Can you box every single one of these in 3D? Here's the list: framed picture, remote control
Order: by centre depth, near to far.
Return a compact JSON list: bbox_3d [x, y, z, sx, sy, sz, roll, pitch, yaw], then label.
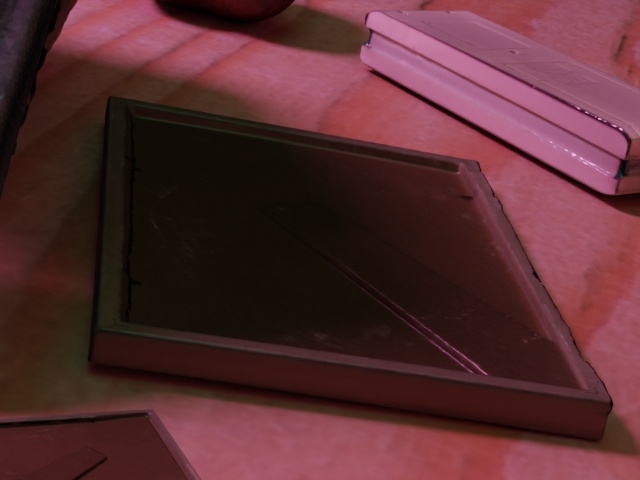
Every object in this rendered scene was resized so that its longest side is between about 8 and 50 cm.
[{"bbox_3d":[-0.096,0.087,0.621,0.089,0.007,0.066,0,26,-30],"label":"framed picture"},{"bbox_3d":[0.000,0.000,0.866,0.247,0.022,0.335,9,22,-11],"label":"framed picture"},{"bbox_3d":[0.154,-0.106,1.169,0.103,0.056,0.277,-6,28,-39],"label":"remote control"}]

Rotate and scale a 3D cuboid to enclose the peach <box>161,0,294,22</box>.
[{"bbox_3d":[-0.079,-0.243,1.287,0.152,0.152,0.152,11,22,-5],"label":"peach"}]

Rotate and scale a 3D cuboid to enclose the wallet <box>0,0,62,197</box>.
[{"bbox_3d":[-0.231,-0.134,0.698,0.237,0.342,0.075,14,-20,0],"label":"wallet"}]

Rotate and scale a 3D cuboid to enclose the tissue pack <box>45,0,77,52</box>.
[{"bbox_3d":[-0.312,-0.267,0.922,0.380,0.207,0.297,25,-6,-3],"label":"tissue pack"}]
